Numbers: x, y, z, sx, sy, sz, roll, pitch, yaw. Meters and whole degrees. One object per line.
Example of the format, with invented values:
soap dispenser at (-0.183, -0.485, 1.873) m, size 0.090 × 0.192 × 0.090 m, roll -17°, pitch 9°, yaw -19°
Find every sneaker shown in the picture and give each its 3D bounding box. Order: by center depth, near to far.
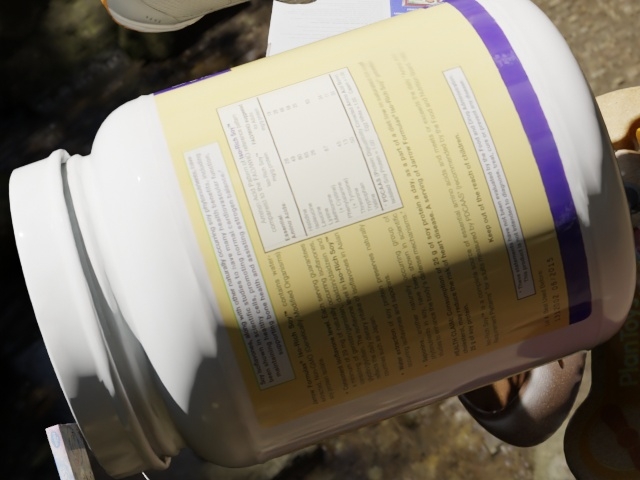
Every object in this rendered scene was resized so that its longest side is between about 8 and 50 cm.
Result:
sneaker at (-0.055, -0.232, 0.937) m, size 0.262 × 0.099 × 0.121 m, roll -22°, pitch 11°, yaw -39°

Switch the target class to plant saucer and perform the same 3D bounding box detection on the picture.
plant saucer at (0.223, 0.101, 1.471) m, size 0.050 × 0.311 × 0.310 m, roll 1°, pitch 26°, yaw -22°

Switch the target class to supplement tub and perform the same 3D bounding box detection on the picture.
supplement tub at (0.000, 0.000, 0.745) m, size 0.331 × 0.241 × 0.241 m, roll -18°, pitch 33°, yaw -4°

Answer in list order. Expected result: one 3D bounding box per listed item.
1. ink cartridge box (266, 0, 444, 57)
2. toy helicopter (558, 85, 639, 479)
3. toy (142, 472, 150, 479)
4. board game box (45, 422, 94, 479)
ink cartridge box at (0.087, -0.257, 1.487) m, size 0.303 × 0.072 × 0.307 m, roll 2°, pitch 35°, yaw 1°
toy helicopter at (0.204, 0.025, 0.834) m, size 0.235 × 0.140 × 0.355 m, roll -7°, pitch 48°, yaw 24°
toy at (-0.122, 0.372, 1.501) m, size 0.056 × 0.237 × 0.137 m, roll -46°, pitch 46°, yaw -10°
board game box at (-0.324, 0.284, 1.541) m, size 0.020 × 0.090 × 0.090 m, roll -19°, pitch -8°, yaw 1°
